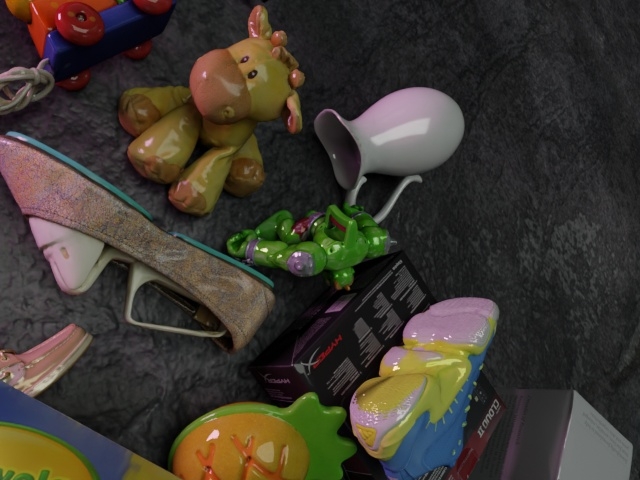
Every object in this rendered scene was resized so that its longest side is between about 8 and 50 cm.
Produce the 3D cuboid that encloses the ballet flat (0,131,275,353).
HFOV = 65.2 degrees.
[{"bbox_3d":[-0.184,0.021,0.487,0.316,0.108,0.106,33,68,-22],"label":"ballet flat"}]

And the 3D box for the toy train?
[{"bbox_3d":[-0.279,-0.226,0.487,0.143,0.105,0.248,51,55,-9],"label":"toy train"}]

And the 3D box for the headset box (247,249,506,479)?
[{"bbox_3d":[0.089,0.196,0.620,0.218,0.110,0.293,-42,102,-35],"label":"headset box"}]

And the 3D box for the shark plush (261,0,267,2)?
[{"bbox_3d":[-0.115,-0.397,0.669,0.073,0.067,0.161,-10,83,-37],"label":"shark plush"}]

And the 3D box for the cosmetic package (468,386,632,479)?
[{"bbox_3d":[0.289,0.305,0.684,0.151,0.184,0.151,41,58,-20],"label":"cosmetic package"}]

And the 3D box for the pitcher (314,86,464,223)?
[{"bbox_3d":[0.110,-0.125,0.732,0.207,0.126,0.177,-21,110,-27],"label":"pitcher"}]

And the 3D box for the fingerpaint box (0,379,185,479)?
[{"bbox_3d":[-0.152,0.339,0.286,0.445,0.163,0.371,41,52,-22],"label":"fingerpaint box"}]

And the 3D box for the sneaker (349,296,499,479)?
[{"bbox_3d":[0.125,0.161,0.547,0.240,0.091,0.126,-31,114,-36],"label":"sneaker"}]

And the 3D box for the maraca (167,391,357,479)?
[{"bbox_3d":[-0.058,0.213,0.496,0.186,0.099,0.127,-17,110,0],"label":"maraca"}]

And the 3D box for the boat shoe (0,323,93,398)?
[{"bbox_3d":[-0.277,0.119,0.417,0.170,0.063,0.059,-40,107,-35],"label":"boat shoe"}]

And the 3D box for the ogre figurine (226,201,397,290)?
[{"bbox_3d":[0.000,0.000,0.599,0.197,0.118,0.096,8,103,-38],"label":"ogre figurine"}]

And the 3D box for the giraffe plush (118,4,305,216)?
[{"bbox_3d":[-0.096,-0.147,0.549,0.181,0.171,0.210,48,56,-14],"label":"giraffe plush"}]
